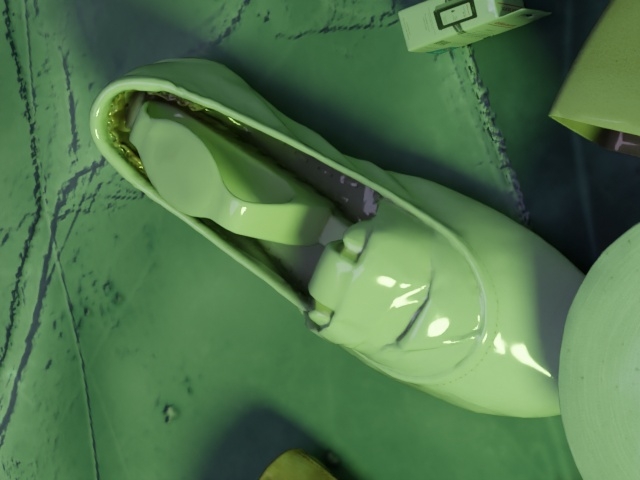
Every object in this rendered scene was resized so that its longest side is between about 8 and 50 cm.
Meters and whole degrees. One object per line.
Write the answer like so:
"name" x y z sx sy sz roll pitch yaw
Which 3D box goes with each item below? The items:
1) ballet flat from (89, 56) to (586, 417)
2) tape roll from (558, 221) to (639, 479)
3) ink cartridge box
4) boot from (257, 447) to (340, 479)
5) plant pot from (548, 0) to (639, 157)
"ballet flat" 0.000 0.000 0.952 0.400 0.139 0.139 33 111 25
"tape roll" 0.244 0.079 0.803 0.219 0.072 0.219 2 94 33
"ink cartridge box" 0.098 -0.144 0.926 0.083 0.048 0.028 -16 86 31
"boot" 0.029 0.311 0.993 0.269 0.089 0.236 34 98 24
"plant pot" 0.209 -0.095 0.833 0.109 0.109 0.096 17 91 30
